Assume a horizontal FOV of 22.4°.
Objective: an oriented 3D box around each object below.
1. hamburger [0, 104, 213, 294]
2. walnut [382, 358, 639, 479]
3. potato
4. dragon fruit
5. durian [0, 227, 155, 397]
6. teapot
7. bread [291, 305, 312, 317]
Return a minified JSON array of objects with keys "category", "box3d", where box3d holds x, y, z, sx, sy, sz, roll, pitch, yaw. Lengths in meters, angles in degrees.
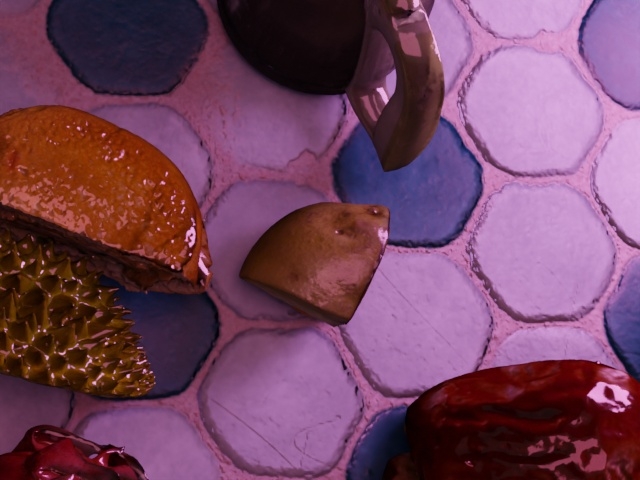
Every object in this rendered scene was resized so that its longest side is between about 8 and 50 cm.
[{"category":"hamburger","box3d":[-0.231,-0.044,1.644,0.283,0.144,0.156,21,62,-9]},{"category":"walnut","box3d":[0.198,0.215,1.658,0.269,0.221,0.244,0,44,-6]},{"category":"potato","box3d":[0.000,0.000,1.692,0.120,0.081,0.149,26,72,-10]},{"category":"dragon fruit","box3d":[-0.284,0.274,1.519,0.293,0.234,0.234,27,70,9]},{"category":"durian","box3d":[-0.323,0.086,1.560,0.355,0.169,0.157,18,49,-10]},{"category":"teapot","box3d":[0.017,-0.260,1.709,0.239,0.239,0.321,9,75,-10]},{"category":"bread","box3d":[0.000,0.030,1.741,0.110,0.024,0.110,3,76,-13]}]
